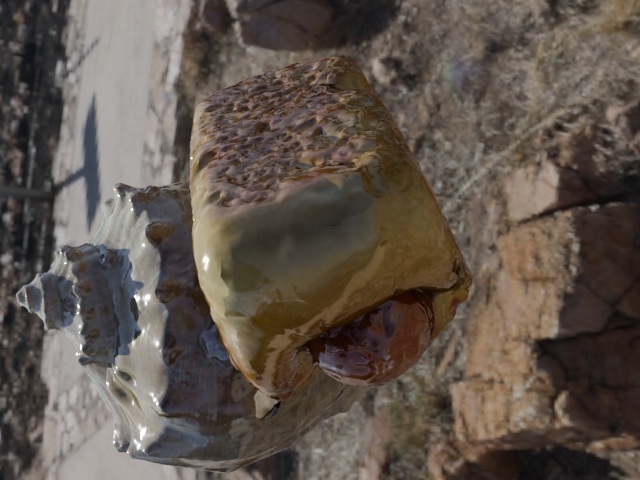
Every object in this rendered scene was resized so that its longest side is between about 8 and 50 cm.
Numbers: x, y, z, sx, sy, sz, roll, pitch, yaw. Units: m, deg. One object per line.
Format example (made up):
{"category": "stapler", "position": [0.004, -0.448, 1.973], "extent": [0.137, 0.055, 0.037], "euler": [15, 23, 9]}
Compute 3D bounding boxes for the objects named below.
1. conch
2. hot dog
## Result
{"category": "conch", "position": [-0.091, 0.095, 0.839], "extent": [0.186, 0.324, 0.263], "euler": [-77, 2, -65]}
{"category": "hot dog", "position": [0.000, 0.000, 0.571], "extent": [0.257, 0.150, 0.153], "euler": [-106, -4, -64]}
